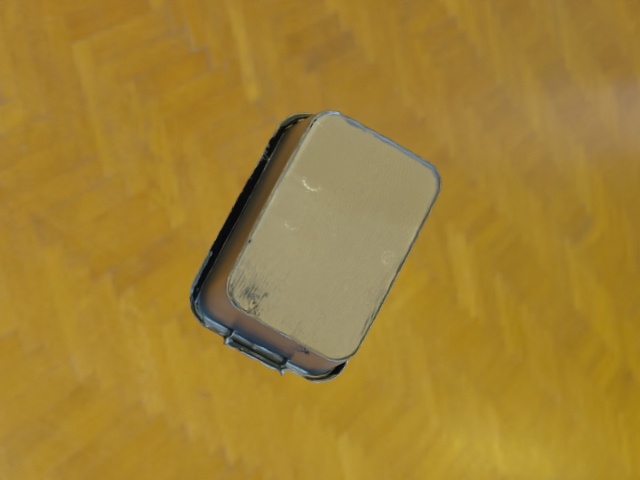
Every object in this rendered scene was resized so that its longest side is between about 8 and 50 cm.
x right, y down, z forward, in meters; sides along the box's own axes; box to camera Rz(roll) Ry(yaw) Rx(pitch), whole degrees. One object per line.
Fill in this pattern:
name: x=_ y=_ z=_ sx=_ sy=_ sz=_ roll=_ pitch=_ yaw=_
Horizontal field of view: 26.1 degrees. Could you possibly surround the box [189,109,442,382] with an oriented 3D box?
box: x=0.000 y=0.000 z=0.628 sx=0.122 sy=0.084 sz=0.069 roll=-63 pitch=-174 yaw=-9
